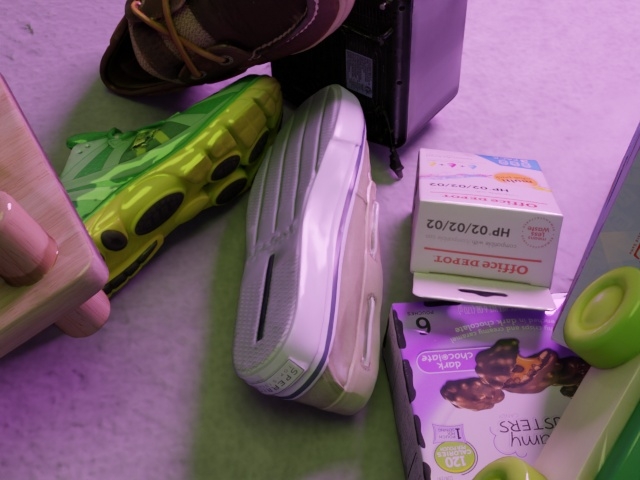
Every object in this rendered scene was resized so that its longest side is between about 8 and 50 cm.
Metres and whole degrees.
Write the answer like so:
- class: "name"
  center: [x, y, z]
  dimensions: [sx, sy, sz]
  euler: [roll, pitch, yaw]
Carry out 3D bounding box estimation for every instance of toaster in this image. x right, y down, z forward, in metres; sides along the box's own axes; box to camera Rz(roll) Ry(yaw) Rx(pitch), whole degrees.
- class: "toaster"
  center: [0.039, -0.185, 0.740]
  dimensions: [0.168, 0.186, 0.110]
  euler: [30, 53, 30]

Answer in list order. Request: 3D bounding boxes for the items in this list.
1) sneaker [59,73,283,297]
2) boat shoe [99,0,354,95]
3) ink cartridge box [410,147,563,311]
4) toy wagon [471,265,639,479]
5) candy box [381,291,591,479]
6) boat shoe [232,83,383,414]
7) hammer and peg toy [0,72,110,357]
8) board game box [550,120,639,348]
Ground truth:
- class: "sneaker"
  center: [-0.145, -0.066, 0.668]
  dimensions: [0.123, 0.109, 0.295]
  euler: [38, 59, 21]
- class: "boat shoe"
  center: [-0.103, -0.180, 0.678]
  dimensions: [0.123, 0.123, 0.342]
  euler: [-48, 28, -23]
- class: "ink cartridge box"
  center: [0.124, -0.015, 0.617]
  dimensions: [0.104, 0.062, 0.181]
  euler: [6, 22, 4]
- class: "toy wagon"
  center: [0.197, 0.191, 0.416]
  dimensions: [0.267, 0.068, 0.344]
  euler: [37, 78, -10]
- class: "candy box"
  center: [0.140, 0.136, 0.540]
  dimensions: [0.164, 0.070, 0.196]
  euler: [-3, 51, -6]
- class: "boat shoe"
  center: [0.000, 0.000, 0.639]
  dimensions: [0.094, 0.109, 0.302]
  euler: [36, 45, -29]
- class: "hammer and peg toy"
  center: [-0.338, 0.034, 0.516]
  dimensions: [0.361, 0.127, 0.266]
  euler: [-33, 54, -7]
- class: "board game box"
  center: [0.273, -0.120, 0.542]
  dimensions: [0.065, 0.318, 0.319]
  euler: [24, 37, 16]
